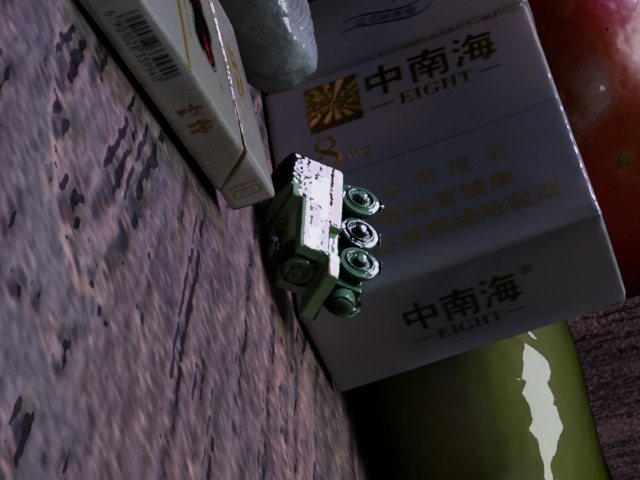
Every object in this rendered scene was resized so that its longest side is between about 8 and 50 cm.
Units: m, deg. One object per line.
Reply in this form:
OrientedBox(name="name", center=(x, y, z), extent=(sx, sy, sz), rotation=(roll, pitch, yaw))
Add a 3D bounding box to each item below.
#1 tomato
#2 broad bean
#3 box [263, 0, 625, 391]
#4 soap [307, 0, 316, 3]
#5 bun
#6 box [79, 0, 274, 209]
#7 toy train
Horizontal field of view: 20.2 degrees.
OrientedBox(name="tomato", center=(0.155, -0.075, 1.214), extent=(0.226, 0.299, 0.298), rotation=(38, -27, 63))
OrientedBox(name="broad bean", center=(0.100, 0.120, 0.994), extent=(0.238, 0.119, 0.291), rotation=(34, 38, -78))
OrientedBox(name="box", center=(0.054, -0.048, 0.942), extent=(0.243, 0.155, 0.067), rotation=(-102, 171, -48))
OrientedBox(name="soap", center=(0.016, -0.247, 1.375), extent=(0.162, 0.099, 0.250), rotation=(58, 13, -32))
OrientedBox(name="bun", center=(-0.031, -0.112, 0.879), extent=(0.083, 0.045, 0.083), rotation=(-21, 90, -81))
OrientedBox(name="box", center=(-0.060, -0.087, 0.693), extent=(0.167, 0.024, 0.090), rotation=(57, 17, -60))
OrientedBox(name="toy train", center=(0.000, 0.000, 0.826), extent=(0.083, 0.053, 0.033), rotation=(-86, -158, -49))
